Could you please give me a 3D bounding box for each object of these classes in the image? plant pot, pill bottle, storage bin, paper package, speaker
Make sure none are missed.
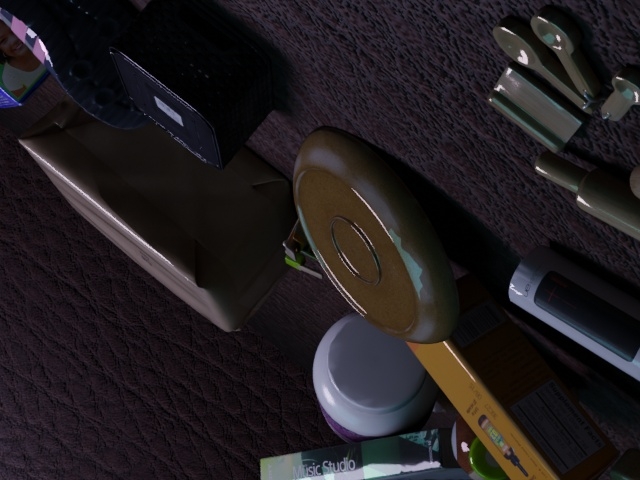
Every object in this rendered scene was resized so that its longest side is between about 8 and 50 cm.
[{"bbox_3d":[0.042,0.004,1.315,0.236,0.032,0.236,45,155,28],"label":"plant pot"},{"bbox_3d":[0.076,0.182,1.840,0.169,0.169,0.301,37,171,10],"label":"pill bottle"},{"bbox_3d":[-0.118,-0.149,1.302,0.122,0.084,0.180,38,171,7],"label":"storage bin"},{"bbox_3d":[-0.192,-0.055,1.766,0.309,0.168,0.325,37,171,9],"label":"paper package"},{"bbox_3d":[0.216,0.057,1.092,0.136,0.055,0.055,34,169,32],"label":"speaker"}]

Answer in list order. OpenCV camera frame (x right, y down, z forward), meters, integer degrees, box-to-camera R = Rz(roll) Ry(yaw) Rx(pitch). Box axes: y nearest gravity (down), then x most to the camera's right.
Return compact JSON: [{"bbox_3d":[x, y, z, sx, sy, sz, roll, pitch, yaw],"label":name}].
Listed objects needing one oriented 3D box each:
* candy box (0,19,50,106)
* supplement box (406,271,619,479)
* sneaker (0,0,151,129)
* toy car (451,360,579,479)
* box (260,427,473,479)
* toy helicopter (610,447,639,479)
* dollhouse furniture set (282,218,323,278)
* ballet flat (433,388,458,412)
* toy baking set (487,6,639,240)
[{"bbox_3d":[-0.485,-0.317,1.792,0.317,0.122,0.268,41,171,-18],"label":"candy box"},{"bbox_3d":[0.182,0.149,1.352,0.233,0.080,0.078,55,154,19],"label":"supplement box"},{"bbox_3d":[-0.277,-0.251,1.442,0.319,0.112,0.131,49,-177,-35],"label":"sneaker"},{"bbox_3d":[0.166,0.146,1.477,0.188,0.149,0.155,49,-179,7],"label":"toy car"},{"bbox_3d":[0.110,0.300,1.864,0.322,0.058,0.232,-19,160,40],"label":"box"},{"bbox_3d":[0.356,0.248,1.221,0.235,0.140,0.355,33,164,32],"label":"toy helicopter"},{"bbox_3d":[0.000,0.000,1.604,0.058,0.076,0.151,25,170,6],"label":"dollhouse furniture set"},{"bbox_3d":[0.134,0.209,2.045,0.206,0.067,0.073,34,168,27],"label":"ballet flat"},{"bbox_3d":[0.189,-0.044,0.801,0.256,0.030,0.197,34,169,29],"label":"toy baking set"}]
